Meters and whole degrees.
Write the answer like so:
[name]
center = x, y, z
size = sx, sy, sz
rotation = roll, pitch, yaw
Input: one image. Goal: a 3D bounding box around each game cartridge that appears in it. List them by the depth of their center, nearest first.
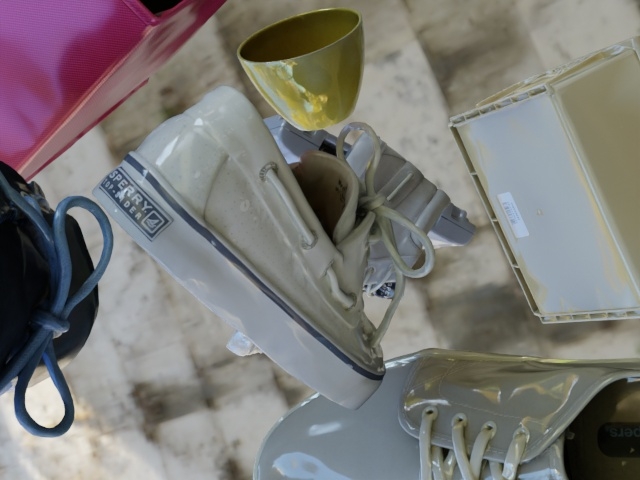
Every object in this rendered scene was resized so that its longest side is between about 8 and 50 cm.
[game cartridge]
center = 0.034, -0.067, 1.863
size = 0.294, 0.196, 0.060
rotation = 28, -100, -20

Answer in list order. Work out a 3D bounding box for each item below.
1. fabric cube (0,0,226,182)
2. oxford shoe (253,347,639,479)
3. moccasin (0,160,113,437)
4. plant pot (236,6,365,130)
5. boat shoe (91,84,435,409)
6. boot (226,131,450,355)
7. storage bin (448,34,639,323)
[fabric cube]
center = -0.200, -0.217, 0.991
size = 0.259, 0.258, 0.254
rotation = 46, -138, -7
[oxford shoe]
center = 0.136, 0.170, 1.136
size = 0.130, 0.449, 0.169
rotation = -18, -81, -63
[moccasin]
center = -0.160, 0.013, 0.725
size = 0.116, 0.138, 0.342
rotation = 20, -168, -11
[plant pot]
center = -0.009, -0.172, 1.516
size = 0.134, 0.134, 0.095
rotation = -50, -49, -47
[boat shoe]
center = -0.006, -0.006, 0.980
size = 0.136, 0.156, 0.367
rotation = 43, 179, 32
[boot]
center = 0.025, 0.026, 1.395
size = 0.123, 0.095, 0.258
rotation = 35, -106, -3
[storage bin]
center = 0.281, -0.053, 1.575
size = 0.123, 0.260, 0.262
rotation = -27, -85, -20
